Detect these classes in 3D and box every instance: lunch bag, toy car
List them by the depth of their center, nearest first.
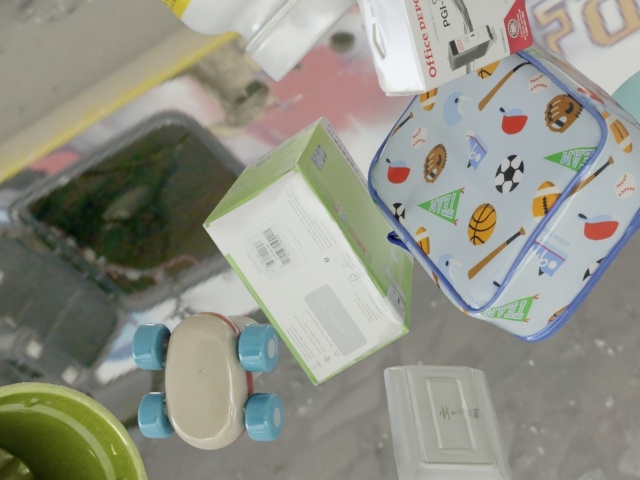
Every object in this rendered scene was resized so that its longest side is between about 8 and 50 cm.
[{"bbox_3d":[0.169,-0.060,1.114,0.243,0.115,0.303,-59,32,18],"label":"lunch bag"},{"bbox_3d":[-0.145,0.204,1.861,0.219,0.210,0.238,-2,7,19],"label":"toy car"}]

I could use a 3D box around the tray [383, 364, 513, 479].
[{"bbox_3d":[0.165,0.236,1.532,0.145,0.030,0.270,3,28,-3],"label":"tray"}]

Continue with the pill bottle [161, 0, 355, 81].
[{"bbox_3d":[-0.108,-0.311,1.059,0.188,0.334,0.188,-44,6,6],"label":"pill bottle"}]

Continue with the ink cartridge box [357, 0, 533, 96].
[{"bbox_3d":[0.107,-0.190,0.993,0.135,0.099,0.056,-27,20,-31],"label":"ink cartridge box"}]

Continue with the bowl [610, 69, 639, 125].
[{"bbox_3d":[0.513,-0.095,1.466,0.311,0.311,0.163,-24,53,30],"label":"bowl"}]

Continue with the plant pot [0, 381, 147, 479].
[{"bbox_3d":[-0.373,0.316,1.366,0.254,0.276,0.276,-22,30,57],"label":"plant pot"}]

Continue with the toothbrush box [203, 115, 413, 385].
[{"bbox_3d":[0.000,0.000,1.288,0.122,0.206,0.283,-31,11,15],"label":"toothbrush box"}]
